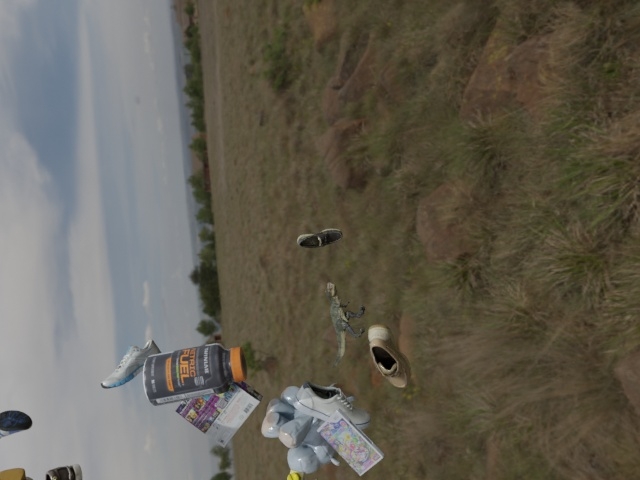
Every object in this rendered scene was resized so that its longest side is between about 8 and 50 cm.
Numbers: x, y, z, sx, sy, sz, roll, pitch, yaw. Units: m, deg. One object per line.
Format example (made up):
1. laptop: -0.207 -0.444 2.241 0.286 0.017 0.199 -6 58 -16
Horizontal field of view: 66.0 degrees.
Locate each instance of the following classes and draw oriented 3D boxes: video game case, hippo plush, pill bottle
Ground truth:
1. video game case: 0.057 0.397 0.968 0.122 0.011 0.087 43 126 12
2. hippo plush: -0.042 0.639 1.662 0.234 0.294 0.237 23 132 56
3. pill bottle: -0.316 0.339 1.271 0.130 0.245 0.131 169 90 -88
4. video game case: -0.338 0.542 1.635 0.232 0.210 0.042 -54 0 16

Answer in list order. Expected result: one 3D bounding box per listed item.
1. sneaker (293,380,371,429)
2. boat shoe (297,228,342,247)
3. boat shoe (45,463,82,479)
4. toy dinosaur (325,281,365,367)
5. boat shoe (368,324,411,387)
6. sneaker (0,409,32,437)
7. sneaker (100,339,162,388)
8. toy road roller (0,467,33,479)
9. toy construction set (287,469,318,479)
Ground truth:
1. sneaker: 0.048 0.500 1.492 0.091 0.258 0.094 -63 18 17
2. boat shoe: 0.000 0.000 1.615 0.049 0.152 0.056 -102 -1 -68
3. boat shoe: -0.811 0.872 1.522 0.116 0.096 0.325 -11 73 43
4. toy dinosaur: 0.083 0.264 1.578 0.064 0.118 0.268 17 -115 -64
5. boat shoe: 0.260 0.474 1.903 0.341 0.121 0.110 60 -153 -31
6. sneaker: -1.122 0.654 1.728 0.080 0.211 0.081 -104 16 -55
7. sneaker: -0.544 0.347 1.402 0.071 0.190 0.083 -11 104 41
8. toy road roller: -0.828 0.719 1.154 0.329 0.240 0.203 -155 64 -71
9. toy construction set: -0.071 0.728 1.137 0.215 0.328 0.151 34 -178 24
